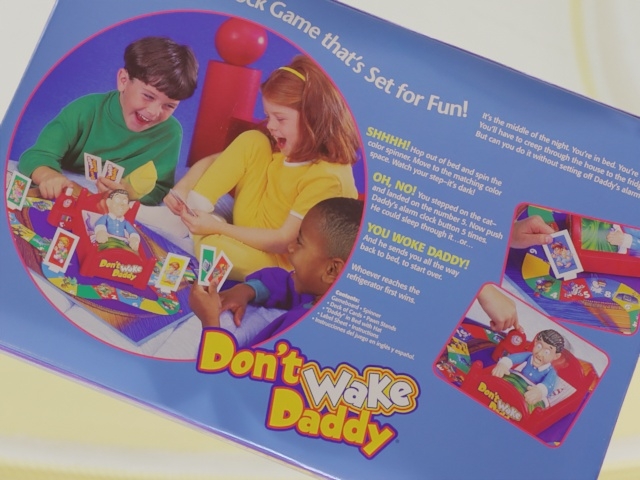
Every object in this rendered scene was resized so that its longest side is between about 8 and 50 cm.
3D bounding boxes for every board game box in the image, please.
[{"bbox_3d":[0.000,0.000,0.767,0.347,0.078,0.233,22,-101,2],"label":"board game box"}]
